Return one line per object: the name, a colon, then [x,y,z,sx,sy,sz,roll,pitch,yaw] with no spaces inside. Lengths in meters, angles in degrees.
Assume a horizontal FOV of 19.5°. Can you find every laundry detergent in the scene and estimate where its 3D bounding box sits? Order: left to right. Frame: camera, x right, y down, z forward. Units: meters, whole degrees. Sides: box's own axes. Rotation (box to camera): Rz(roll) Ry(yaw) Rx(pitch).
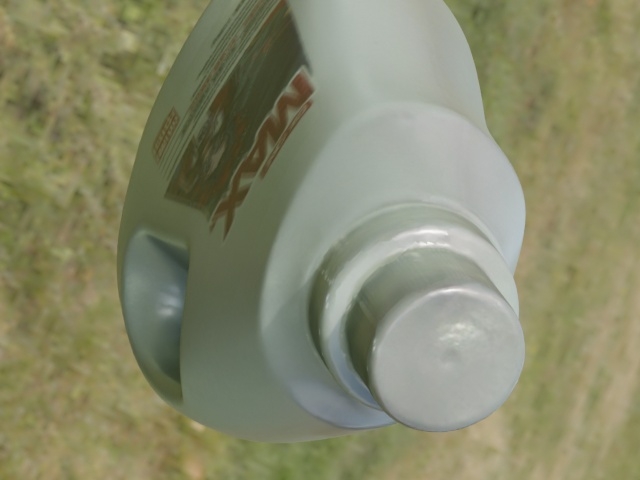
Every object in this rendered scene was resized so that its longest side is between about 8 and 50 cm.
laundry detergent: [0.000,0.000,0.905,0.264,0.125,0.398,-59,-159,10]
